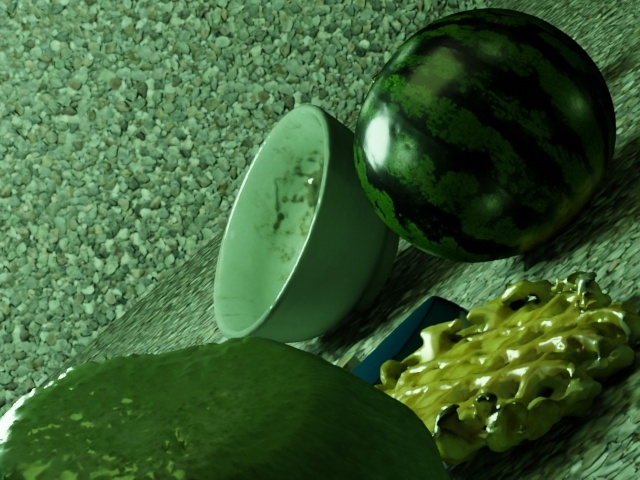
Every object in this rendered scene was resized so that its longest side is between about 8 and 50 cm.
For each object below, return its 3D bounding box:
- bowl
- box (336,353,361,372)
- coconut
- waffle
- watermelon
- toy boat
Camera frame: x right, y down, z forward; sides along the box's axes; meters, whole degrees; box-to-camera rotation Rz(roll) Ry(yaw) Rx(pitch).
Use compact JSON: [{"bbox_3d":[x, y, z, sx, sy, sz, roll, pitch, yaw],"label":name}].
[{"bbox_3d":[0.000,0.000,2.031,0.289,0.146,0.289,-51,27,40],"label":"bowl"},{"bbox_3d":[0.019,0.155,1.666,0.083,0.053,0.024,-46,12,-26],"label":"box"},{"bbox_3d":[-0.056,0.223,0.998,0.328,0.328,0.281,-41,37,-7],"label":"coconut"},{"bbox_3d":[0.121,0.108,1.381,0.280,0.060,0.262,-26,11,9],"label":"waffle"},{"bbox_3d":[0.162,-0.104,1.741,0.269,0.269,0.269,-39,10,8],"label":"watermelon"},{"bbox_3d":[0.049,0.150,1.550,0.299,0.062,0.096,-46,11,-32],"label":"toy boat"}]
